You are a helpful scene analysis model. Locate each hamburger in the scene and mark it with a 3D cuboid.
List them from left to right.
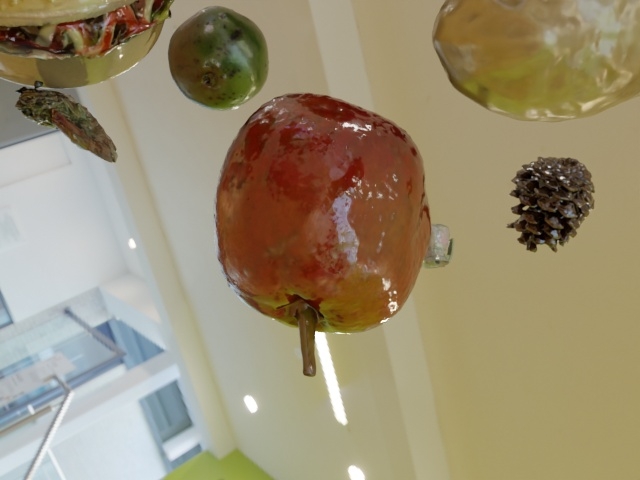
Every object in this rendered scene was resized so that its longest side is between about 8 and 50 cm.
[{"bbox_3d":[-0.306,-0.316,0.742,0.302,0.302,0.170,51,-27,20],"label":"hamburger"}]

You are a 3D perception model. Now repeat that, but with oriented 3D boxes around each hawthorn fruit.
[{"bbox_3d":[0.000,0.000,0.787,0.287,0.286,0.331,139,-39,-59],"label":"hawthorn fruit"}]

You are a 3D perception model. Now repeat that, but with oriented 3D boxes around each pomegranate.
[{"bbox_3d":[-0.177,-0.337,1.178,0.224,0.181,0.182,-92,180,-54],"label":"pomegranate"}]

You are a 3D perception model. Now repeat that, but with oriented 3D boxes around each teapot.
[{"bbox_3d":[0.185,0.012,1.050,0.064,0.083,0.064,-26,-119,50],"label":"teapot"}]

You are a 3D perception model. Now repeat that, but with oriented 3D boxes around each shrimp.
[{"bbox_3d":[-0.280,-0.133,0.725,0.101,0.042,0.190,47,2,6],"label":"shrimp"}]

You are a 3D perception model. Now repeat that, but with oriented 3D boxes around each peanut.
[{"bbox_3d":[0.192,-0.158,0.462,0.149,0.313,0.149,18,-58,32],"label":"peanut"}]

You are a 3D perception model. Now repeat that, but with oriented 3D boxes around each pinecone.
[{"bbox_3d":[0.501,-0.081,1.422,0.179,0.184,0.205,39,-40,39],"label":"pinecone"}]
